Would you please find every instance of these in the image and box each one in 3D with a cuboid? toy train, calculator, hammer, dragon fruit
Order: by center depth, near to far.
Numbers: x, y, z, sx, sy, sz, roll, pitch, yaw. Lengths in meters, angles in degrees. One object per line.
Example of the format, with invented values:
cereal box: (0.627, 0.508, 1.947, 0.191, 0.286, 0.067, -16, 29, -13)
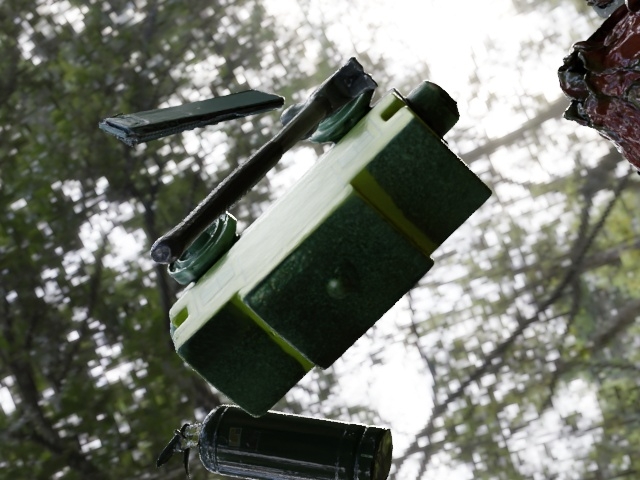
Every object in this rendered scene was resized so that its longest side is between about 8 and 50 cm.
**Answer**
hammer: (-0.037, -0.056, 0.865, 0.029, 0.103, 0.246, 49, -139, -7)
calculator: (-0.111, -0.113, 1.143, 0.172, 0.057, 0.018, -19, -61, -38)
dragon fruit: (0.377, -0.148, 1.204, 0.244, 0.299, 0.244, -3, -90, -75)
toy train: (0.000, 0.000, 1.449, 0.179, 0.442, 0.272, 42, -172, -22)

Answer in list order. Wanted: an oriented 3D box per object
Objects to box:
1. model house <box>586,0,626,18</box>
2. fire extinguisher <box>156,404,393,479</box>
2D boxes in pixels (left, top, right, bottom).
model house: (0.386, -0.477, 1.886, 0.154, 0.207, 0.293, -13, -87, -25)
fire extinguisher: (-0.064, 0.280, 1.687, 0.095, 0.311, 0.114, 54, -133, -61)
